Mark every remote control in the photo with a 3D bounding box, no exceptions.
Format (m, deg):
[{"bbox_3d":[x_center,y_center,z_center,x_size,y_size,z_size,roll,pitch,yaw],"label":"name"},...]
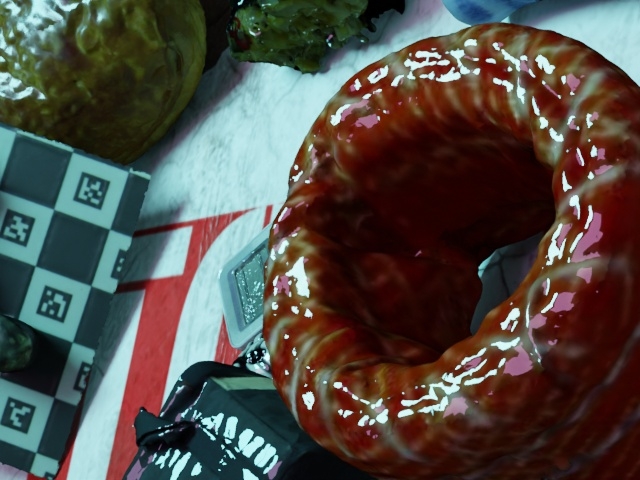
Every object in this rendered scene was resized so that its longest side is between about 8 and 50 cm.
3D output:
[{"bbox_3d":[0.000,0.000,1.452,0.250,0.034,0.103,-41,44,29],"label":"remote control"}]

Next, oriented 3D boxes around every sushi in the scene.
[{"bbox_3d":[-0.394,0.037,1.629,0.064,0.359,0.343,-58,-13,-83],"label":"sushi"},{"bbox_3d":[-0.007,-0.236,1.515,0.212,0.147,0.115,-31,53,59],"label":"sushi"}]

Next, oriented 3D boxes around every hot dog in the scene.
[{"bbox_3d":[-0.294,-0.189,1.704,0.387,0.174,0.267,-35,85,21],"label":"hot dog"}]

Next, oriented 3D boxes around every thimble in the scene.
[{"bbox_3d":[0.133,0.034,1.124,0.350,0.230,0.350,-26,51,38],"label":"thimble"}]

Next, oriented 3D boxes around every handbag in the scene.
[{"bbox_3d":[-0.076,0.236,1.303,0.181,0.181,0.254,36,98,44],"label":"handbag"}]

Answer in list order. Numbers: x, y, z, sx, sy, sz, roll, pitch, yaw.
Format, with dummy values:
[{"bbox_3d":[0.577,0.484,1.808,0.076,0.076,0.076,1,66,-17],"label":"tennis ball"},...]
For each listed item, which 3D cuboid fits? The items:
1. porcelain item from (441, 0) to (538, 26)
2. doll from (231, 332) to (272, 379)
[{"bbox_3d":[0.202,-0.256,1.279,0.259,0.141,0.141,-24,53,52],"label":"porcelain item"},{"bbox_3d":[-0.019,0.095,1.399,0.219,0.067,0.091,-46,29,32],"label":"doll"}]
